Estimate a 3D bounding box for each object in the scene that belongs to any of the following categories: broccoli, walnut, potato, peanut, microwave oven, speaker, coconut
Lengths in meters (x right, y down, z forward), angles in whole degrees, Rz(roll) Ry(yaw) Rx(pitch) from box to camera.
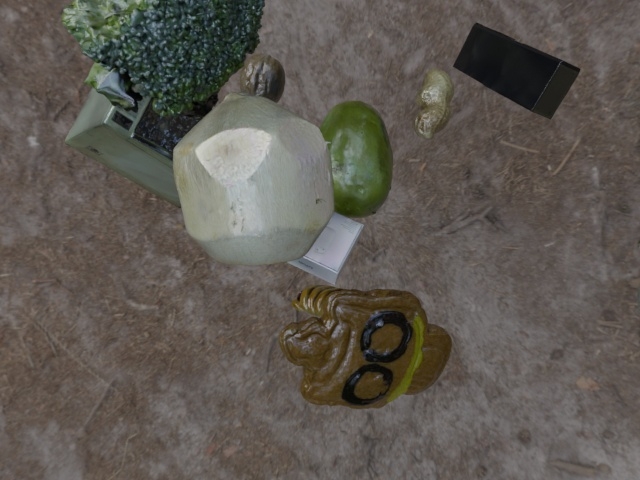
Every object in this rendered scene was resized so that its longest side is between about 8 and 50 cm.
[{"bbox_3d":[-0.268,-0.390,0.976,0.317,0.277,0.339,-12,65,18],"label":"broccoli"},{"bbox_3d":[-0.177,-0.484,1.643,0.140,0.140,0.162,18,101,4],"label":"walnut"},{"bbox_3d":[0.082,-0.209,1.396,0.215,0.216,0.305,0,88,5],"label":"potato"},{"bbox_3d":[0.311,-0.372,1.482,0.104,0.086,0.228,13,65,-4],"label":"peanut"},{"bbox_3d":[-0.444,-0.300,1.534,0.394,0.332,0.247,33,67,-38],"label":"microwave oven"},{"bbox_3d":[0.295,-0.269,0.835,0.044,0.218,0.082,11,118,-28],"label":"speaker"},{"bbox_3d":[-0.064,-0.064,0.539,0.160,0.161,0.162,0,102,5],"label":"coconut"}]

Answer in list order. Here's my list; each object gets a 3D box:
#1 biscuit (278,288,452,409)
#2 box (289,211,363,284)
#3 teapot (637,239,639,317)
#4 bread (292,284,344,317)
[{"bbox_3d":[0.075,0.169,0.819,0.290,0.041,0.209,11,108,-22],"label":"biscuit"},{"bbox_3d":[0.000,0.000,1.071,0.130,0.051,0.129,25,58,9],"label":"box"},{"bbox_3d":[0.700,0.120,1.034,0.149,0.318,0.220,-11,70,34],"label":"teapot"},{"bbox_3d":[0.025,0.166,1.460,0.225,0.134,0.081,10,97,48],"label":"bread"}]
